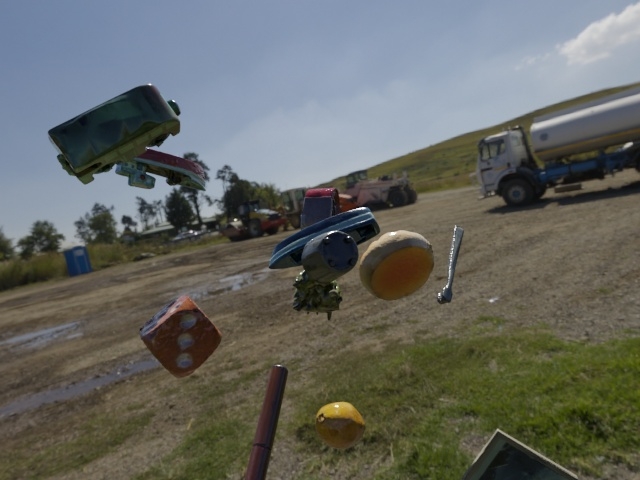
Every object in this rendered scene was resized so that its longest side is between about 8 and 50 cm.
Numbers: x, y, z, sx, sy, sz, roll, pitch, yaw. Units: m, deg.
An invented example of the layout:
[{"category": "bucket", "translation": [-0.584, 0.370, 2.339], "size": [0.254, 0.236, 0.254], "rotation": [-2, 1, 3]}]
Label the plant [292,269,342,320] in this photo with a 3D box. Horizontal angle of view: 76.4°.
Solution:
[{"category": "plant", "translation": [0.021, 0.124, 1.493], "size": [0.180, 0.251, 0.333], "rotation": [22, 43, 4]}]

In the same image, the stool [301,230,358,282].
[{"category": "stool", "translation": [0.019, 0.031, 0.788], "size": [0.096, 0.096, 0.110], "rotation": [-12, -9, -23]}]

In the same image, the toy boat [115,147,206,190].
[{"category": "toy boat", "translation": [-0.564, -0.237, 1.459], "size": [0.332, 0.133, 0.145], "rotation": [10, -7, -42]}]

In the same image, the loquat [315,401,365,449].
[{"category": "loquat", "translation": [0.083, 0.758, 1.665], "size": [0.187, 0.175, 0.234], "rotation": [-15, -42, 38]}]

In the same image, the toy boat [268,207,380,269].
[{"category": "toy boat", "translation": [0.000, 0.000, 1.027], "size": [0.300, 0.061, 0.096], "rotation": [-22, -29, 10]}]

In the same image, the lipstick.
[{"category": "lipstick", "translation": [-0.149, 0.522, 1.122], "size": [0.057, 0.057, 0.356], "rotation": [-8, 47, 24]}]

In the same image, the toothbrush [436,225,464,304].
[{"category": "toothbrush", "translation": [0.351, 0.057, 1.085], "size": [0.031, 0.030, 0.297], "rotation": [-39, 15, 45]}]

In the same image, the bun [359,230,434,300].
[{"category": "bun", "translation": [0.283, 0.079, 1.566], "size": [0.299, 0.298, 0.164], "rotation": [-11, 40, -16]}]

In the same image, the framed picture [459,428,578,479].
[{"category": "framed picture", "translation": [0.546, 0.751, 1.202], "size": [0.247, 0.334, 0.022], "rotation": [30, 14, 8]}]

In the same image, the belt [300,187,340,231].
[{"category": "belt", "translation": [-0.007, -0.084, 1.374], "size": [0.124, 0.200, 0.128], "rotation": [-1, -27, 16]}]

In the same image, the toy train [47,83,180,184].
[{"category": "toy train", "translation": [-0.502, -0.275, 1.019], "size": [0.326, 0.129, 0.159], "rotation": [-35, 7, -17]}]

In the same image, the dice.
[{"category": "dice", "translation": [-0.402, 0.275, 1.185], "size": [0.179, 0.173, 0.175], "rotation": [-41, 16, -23]}]
